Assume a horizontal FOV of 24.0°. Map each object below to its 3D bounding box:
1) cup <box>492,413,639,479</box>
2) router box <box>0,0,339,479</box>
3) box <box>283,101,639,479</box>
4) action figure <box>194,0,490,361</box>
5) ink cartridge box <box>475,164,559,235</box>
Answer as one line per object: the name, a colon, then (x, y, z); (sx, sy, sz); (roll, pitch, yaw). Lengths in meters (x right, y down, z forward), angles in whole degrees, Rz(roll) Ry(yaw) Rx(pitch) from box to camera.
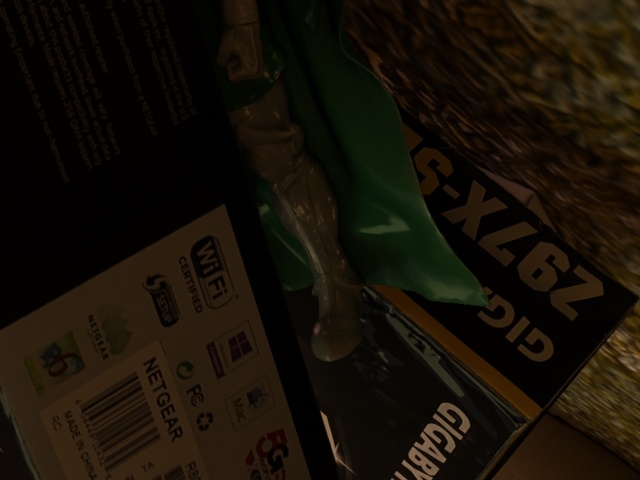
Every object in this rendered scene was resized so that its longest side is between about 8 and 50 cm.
cup: (0.154, 0.271, 1.291); (0.331, 0.237, 0.331); (33, 171, 6)
router box: (-0.130, -0.074, 0.404); (0.243, 0.081, 0.308); (24, 137, 49)
box: (-0.029, 0.035, 0.687); (0.257, 0.079, 0.322); (42, 152, 11)
action figure: (-0.043, -0.067, 0.457); (0.137, 0.063, 0.232); (-1, 126, 30)
ink cartridge box: (0.066, 0.008, 0.715); (0.099, 0.056, 0.135); (28, 169, 30)
